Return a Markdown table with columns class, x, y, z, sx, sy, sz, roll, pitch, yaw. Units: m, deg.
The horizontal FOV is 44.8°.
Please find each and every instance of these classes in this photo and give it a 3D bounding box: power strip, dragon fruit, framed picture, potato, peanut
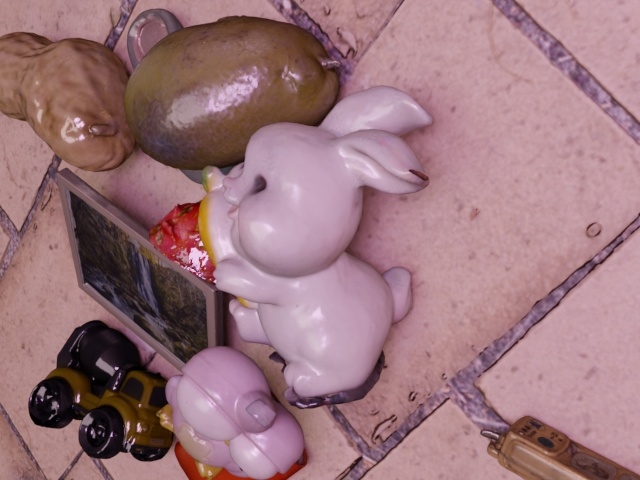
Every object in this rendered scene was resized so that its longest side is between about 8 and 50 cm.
| class | x | y | z | sx | sy | sz | roll | pitch | yaw |
| --- | --- | --- | --- | --- | --- | --- | --- | --- | --- |
| power strip | 0.295 | 0.251 | 0.750 | 0.306 | 0.064 | 0.044 | 24 | 112 | 30 |
| dragon fruit | -0.125 | -0.013 | 0.959 | 0.153 | 0.153 | 0.110 | 33 | 100 | 26 |
| framed picture | -0.251 | 0.064 | 1.087 | 0.324 | 0.020 | 0.240 | 35 | 140 | 25 |
| potato | -0.093 | -0.167 | 0.867 | 0.252 | 0.159 | 0.174 | -12 | 71 | 17 |
| peanut | -0.356 | -0.211 | 1.081 | 0.291 | 0.143 | 0.159 | 34 | 85 | 32 |

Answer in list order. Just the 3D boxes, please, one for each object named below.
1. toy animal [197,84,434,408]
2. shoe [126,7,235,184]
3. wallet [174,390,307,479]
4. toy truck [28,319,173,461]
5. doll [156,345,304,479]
| class | x | y | z | sx | sy | sz | roll | pitch | yaw |
| --- | --- | --- | --- | --- | --- | --- | --- | --- | --- |
| toy animal | -0.006 | 0.001 | 0.806 | 0.248 | 0.182 | 0.309 | -1 | 112 | 5 |
| shoe | -0.192 | -0.183 | 0.985 | 0.103 | 0.100 | 0.250 | -31 | 80 | 36 |
| wallet | -0.115 | 0.294 | 1.077 | 0.204 | 0.045 | 0.142 | -46 | 71 | 34 |
| toy truck | -0.307 | 0.224 | 1.156 | 0.224 | 0.147 | 0.165 | 19 | 84 | 33 |
| doll | -0.111 | 0.210 | 0.902 | 0.160 | 0.094 | 0.365 | 50 | 157 | 1 |
